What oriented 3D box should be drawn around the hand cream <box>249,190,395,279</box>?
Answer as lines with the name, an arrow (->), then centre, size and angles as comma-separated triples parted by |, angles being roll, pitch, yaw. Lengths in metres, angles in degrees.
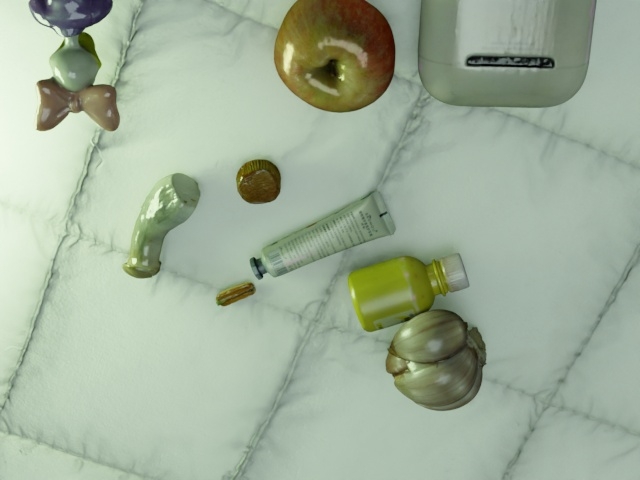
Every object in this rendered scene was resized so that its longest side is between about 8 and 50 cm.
hand cream -> 0.000, 0.000, 2.044 | 0.276, 0.059, 0.095 | -23, 112, 5

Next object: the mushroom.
mushroom -> -0.301, -0.023, 2.018 | 0.092, 0.081, 0.223 | 37, 114, 5

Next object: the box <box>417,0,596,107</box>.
box -> 0.310, -0.390, 1.806 | 0.289, 0.141, 0.349 | 1, 115, -2

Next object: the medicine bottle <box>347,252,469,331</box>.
medicine bottle -> 0.168, 0.087, 2.044 | 0.212, 0.122, 0.122 | -17, 114, 8

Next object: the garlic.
garlic -> 0.221, 0.234, 2.059 | 0.191, 0.214, 0.160 | -29, 69, 7

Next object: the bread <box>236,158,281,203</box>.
bread -> -0.112, -0.109, 1.990 | 0.085, 0.053, 0.085 | -3, 127, -4

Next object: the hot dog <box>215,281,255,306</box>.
hot dog -> -0.164, 0.102, 2.108 | 0.083, 0.021, 0.037 | -20, 135, 6

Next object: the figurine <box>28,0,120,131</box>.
figurine -> -0.404, -0.389, 1.781 | 0.154, 0.193, 0.421 | 0, 120, -3

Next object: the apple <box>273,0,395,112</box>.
apple -> 0.024, -0.317, 1.832 | 0.209, 0.164, 0.209 | 5, 124, 7
